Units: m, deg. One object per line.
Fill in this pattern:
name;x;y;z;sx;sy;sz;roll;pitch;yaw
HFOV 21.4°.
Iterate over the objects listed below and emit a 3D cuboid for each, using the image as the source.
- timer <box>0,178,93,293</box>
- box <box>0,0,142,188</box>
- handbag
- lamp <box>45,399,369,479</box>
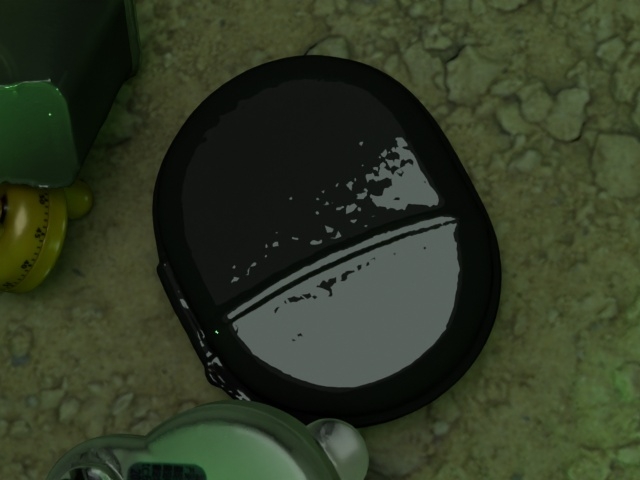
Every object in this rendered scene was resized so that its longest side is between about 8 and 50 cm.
timer;-0.238;-0.010;1.362;0.107;0.109;0.107;-18;65;45
box;-0.293;-0.138;1.343;0.274;0.138;0.178;0;39;8
handbag;0.000;-0.001;1.321;0.253;0.093;0.308;-27;72;-2
lamp;-0.086;0.207;1.260;0.246;0.108;0.180;2;87;10
